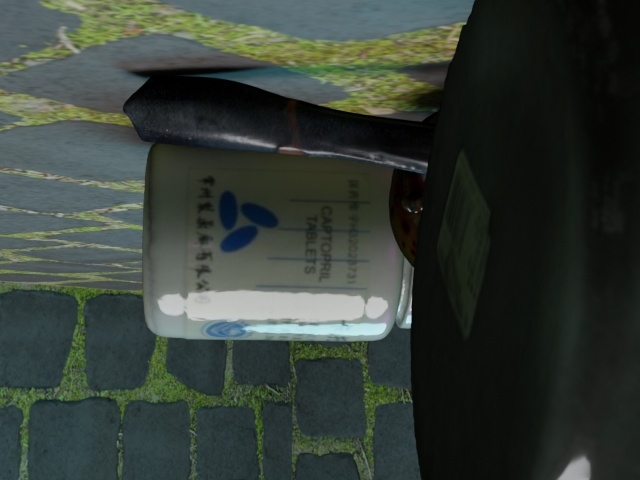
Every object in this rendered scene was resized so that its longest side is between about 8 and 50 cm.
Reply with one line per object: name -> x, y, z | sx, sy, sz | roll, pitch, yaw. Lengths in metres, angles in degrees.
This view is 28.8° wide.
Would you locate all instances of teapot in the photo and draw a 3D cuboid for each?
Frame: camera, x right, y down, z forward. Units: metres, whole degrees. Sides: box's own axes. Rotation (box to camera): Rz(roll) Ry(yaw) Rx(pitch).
teapot -> 0.234, 0.007, 0.552 | 0.361, 0.306, 0.376 | 6, -154, -8

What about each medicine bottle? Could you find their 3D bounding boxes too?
medicine bottle -> 0.000, 0.000, 1.042 | 0.292, 0.170, 0.170 | 1, 174, -6

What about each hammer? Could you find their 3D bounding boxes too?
hammer -> 0.014, -0.062, 0.802 | 0.289, 0.137, 0.037 | 8, -157, 11

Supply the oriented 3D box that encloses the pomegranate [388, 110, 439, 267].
pomegranate -> 0.134, -0.033, 0.888 | 0.169, 0.149, 0.148 | -10, 175, -9
